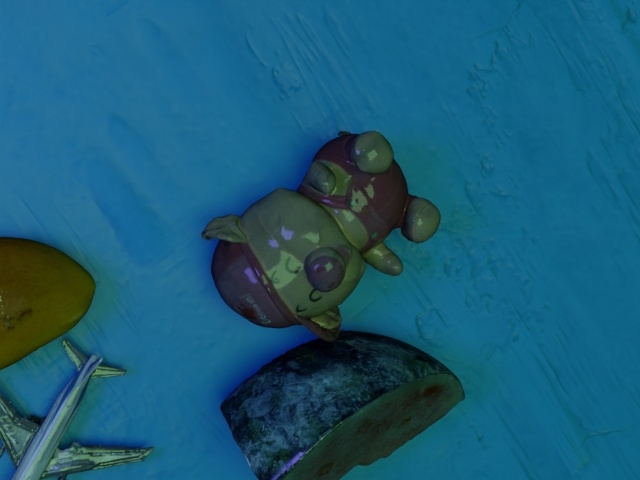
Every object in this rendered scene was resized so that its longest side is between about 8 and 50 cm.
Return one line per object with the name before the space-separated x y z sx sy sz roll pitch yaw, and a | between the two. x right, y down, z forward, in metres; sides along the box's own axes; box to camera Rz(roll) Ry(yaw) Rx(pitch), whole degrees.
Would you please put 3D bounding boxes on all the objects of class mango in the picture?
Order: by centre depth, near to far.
mango | -0.343 0.066 0.993 0.217 0.102 0.141 -9 71 -26

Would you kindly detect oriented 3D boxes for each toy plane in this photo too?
toy plane | -0.302 0.220 1.049 0.226 0.058 0.226 31 88 -19

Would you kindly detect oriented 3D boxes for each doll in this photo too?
doll | 0.000 0.000 1.078 0.256 0.152 0.196 -42 92 -6

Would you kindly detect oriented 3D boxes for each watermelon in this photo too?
watermelon | 0.019 0.207 1.119 0.318 0.148 0.226 -12 131 -40
